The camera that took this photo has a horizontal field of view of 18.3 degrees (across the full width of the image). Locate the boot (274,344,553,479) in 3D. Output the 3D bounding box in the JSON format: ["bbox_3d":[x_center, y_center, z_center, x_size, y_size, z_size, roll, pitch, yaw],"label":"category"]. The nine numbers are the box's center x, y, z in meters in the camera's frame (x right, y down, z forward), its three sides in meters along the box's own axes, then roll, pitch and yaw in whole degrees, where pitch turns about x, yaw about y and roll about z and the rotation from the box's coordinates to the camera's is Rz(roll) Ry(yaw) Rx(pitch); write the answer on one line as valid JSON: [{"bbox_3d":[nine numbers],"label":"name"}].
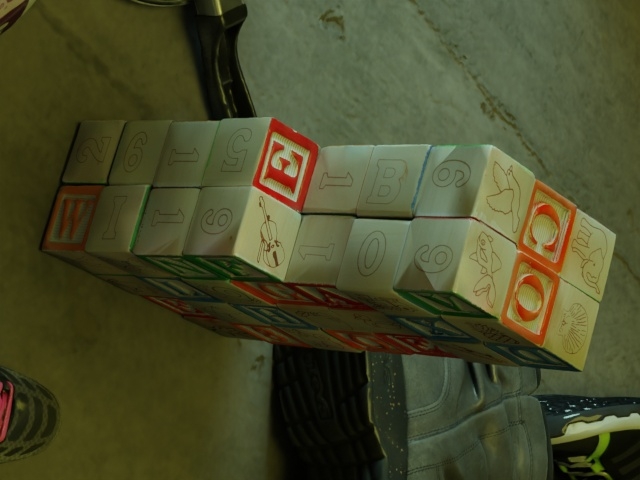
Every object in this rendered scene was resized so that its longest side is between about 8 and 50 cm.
[{"bbox_3d":[0.083,0.194,1.380,0.222,0.118,0.338,7,82,-47],"label":"boot"}]

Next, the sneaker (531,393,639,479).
[{"bbox_3d":[0.233,0.174,1.566,0.234,0.084,0.097,6,88,-46],"label":"sneaker"}]

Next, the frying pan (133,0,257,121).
[{"bbox_3d":[-0.096,-0.182,1.250,0.197,0.053,0.326,-2,89,-45],"label":"frying pan"}]

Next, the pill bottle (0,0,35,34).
[{"bbox_3d":[-0.243,-0.149,1.007,0.301,0.169,0.169,-45,121,-34],"label":"pill bottle"}]

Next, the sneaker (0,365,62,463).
[{"bbox_3d":[-0.205,0.093,1.120,0.170,0.074,0.063,23,75,-44],"label":"sneaker"}]

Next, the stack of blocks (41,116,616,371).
[{"bbox_3d":[0.000,0.000,1.169,0.171,0.297,0.087,30,71,-43],"label":"stack of blocks"}]
